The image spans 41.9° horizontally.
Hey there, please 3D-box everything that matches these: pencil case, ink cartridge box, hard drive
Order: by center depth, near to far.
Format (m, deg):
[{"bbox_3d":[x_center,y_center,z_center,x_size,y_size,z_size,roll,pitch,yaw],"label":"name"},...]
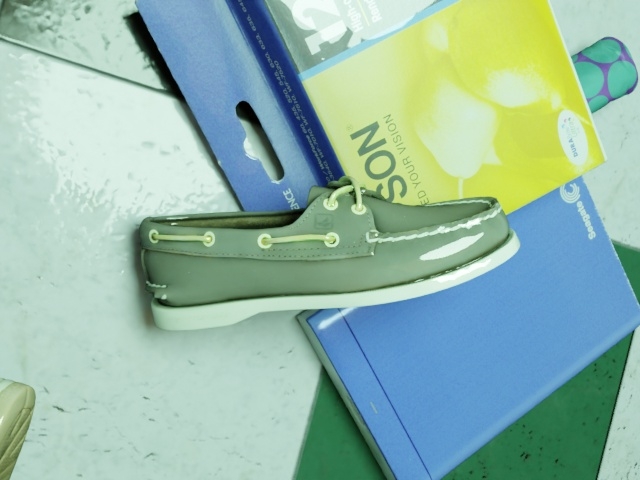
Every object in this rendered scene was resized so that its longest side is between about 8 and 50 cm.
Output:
[{"bbox_3d":[0.054,-0.132,0.704,0.307,0.072,0.304,-30,110,-6],"label":"ink cartridge box"},{"bbox_3d":[0.160,0.078,0.825,0.318,0.040,0.210,-32,104,-16],"label":"hard drive"},{"bbox_3d":[0.241,-0.140,0.829,0.151,0.070,0.064,-32,70,-14],"label":"pencil case"}]

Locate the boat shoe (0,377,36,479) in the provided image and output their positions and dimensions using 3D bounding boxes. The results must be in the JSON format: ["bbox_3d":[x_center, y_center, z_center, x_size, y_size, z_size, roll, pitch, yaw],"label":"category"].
[{"bbox_3d":[-0.309,0.220,0.624,0.092,0.103,0.285,26,97,4],"label":"boat shoe"}]

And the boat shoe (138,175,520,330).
[{"bbox_3d":[-0.001,0.001,0.662,0.305,0.109,0.091,-10,102,13],"label":"boat shoe"}]
